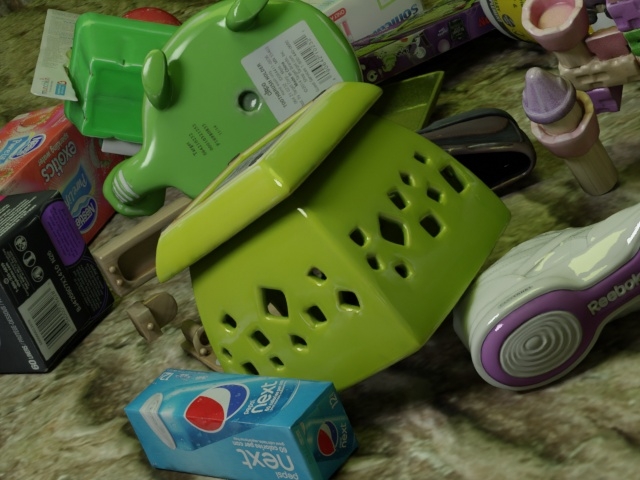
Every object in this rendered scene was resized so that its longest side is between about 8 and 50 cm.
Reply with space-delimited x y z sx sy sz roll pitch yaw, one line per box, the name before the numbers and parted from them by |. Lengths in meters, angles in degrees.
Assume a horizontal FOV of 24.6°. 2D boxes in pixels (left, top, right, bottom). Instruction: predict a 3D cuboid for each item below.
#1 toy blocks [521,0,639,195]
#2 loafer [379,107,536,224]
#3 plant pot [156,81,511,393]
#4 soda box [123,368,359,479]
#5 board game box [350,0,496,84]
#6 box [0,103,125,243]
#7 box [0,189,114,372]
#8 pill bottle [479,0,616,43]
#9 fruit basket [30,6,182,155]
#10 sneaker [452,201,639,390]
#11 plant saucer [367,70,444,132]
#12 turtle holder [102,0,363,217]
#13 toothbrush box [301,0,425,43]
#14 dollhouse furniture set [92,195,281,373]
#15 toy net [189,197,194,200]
toy blocks | 0.336 -0.248 1.453 0.288 0.260 0.309 -11 54 28
loafer | 0.091 -0.059 1.598 0.302 0.109 0.095 -23 28 -7
plant pot | 0.000 0.000 1.340 0.228 0.207 0.227 -33 11 42
soda box | -0.073 0.165 1.301 0.210 0.071 0.067 -1 32 41
board game box | 0.125 -0.276 2.027 0.346 0.056 0.208 -27 17 -20
box | -0.386 -0.054 1.954 0.142 0.154 0.300 -11 25 25
box | -0.407 0.053 1.723 0.270 0.165 0.143 -5 29 36
pill bottle | 0.356 -0.327 1.821 0.188 0.188 0.334 -32 24 -20
fruit basket | -0.220 -0.228 1.994 0.327 0.165 0.353 7 19 -11
sneaker | 0.249 0.011 1.284 0.305 0.114 0.152 -25 24 -5
plant saucer | 0.063 -0.138 1.863 0.188 0.045 0.188 -13 25 22
turtle holder | -0.090 -0.131 1.718 0.320 0.243 0.227 -62 -1 5
toothbrush box | -0.008 -0.331 2.245 0.206 0.122 0.283 -36 28 -28
dollhouse furniture set | -0.118 0.051 1.489 0.144 0.151 0.123 -33 26 -18
toy net | -0.097 -0.052 1.833 0.122 0.045 0.232 -12 25 -8
